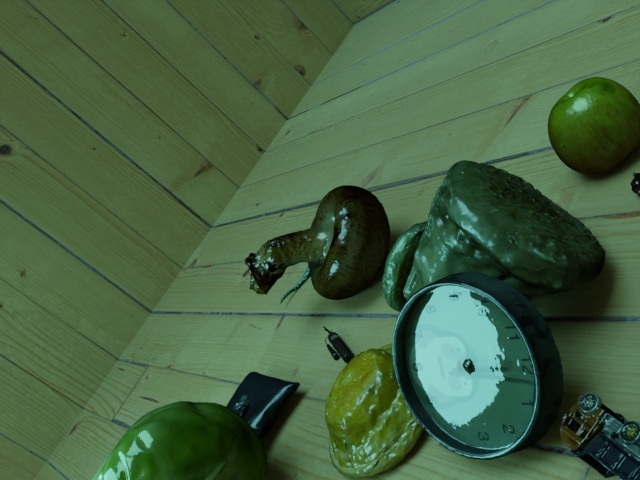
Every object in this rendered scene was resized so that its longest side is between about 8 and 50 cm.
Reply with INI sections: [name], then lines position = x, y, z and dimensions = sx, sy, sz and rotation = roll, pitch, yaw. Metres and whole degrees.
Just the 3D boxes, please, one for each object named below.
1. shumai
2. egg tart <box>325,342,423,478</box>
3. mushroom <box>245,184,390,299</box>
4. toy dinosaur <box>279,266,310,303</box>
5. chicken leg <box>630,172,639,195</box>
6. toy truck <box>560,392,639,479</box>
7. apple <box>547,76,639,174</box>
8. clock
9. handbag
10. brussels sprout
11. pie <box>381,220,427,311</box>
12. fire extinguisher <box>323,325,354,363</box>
[shumai]
position = 0.320, 0.045, 1.349
dimensions = 0.323, 0.324, 0.397
rotation = -57, -2, 25
[egg tart]
position = 0.101, 0.333, 1.453
dimensions = 0.319, 0.128, 0.319
rotation = -41, 23, 22
[mushroom]
position = 0.009, -0.007, 1.912
dimensions = 0.331, 0.356, 0.334
rotation = -61, -8, -63
[toy dinosaur]
position = -0.032, 0.029, 2.235
dimensions = 0.383, 0.076, 0.129
rotation = -55, 43, 2
[chicken leg]
position = 0.652, -0.098, 1.270
dimensions = 0.089, 0.048, 0.219
rotation = -50, 23, 4
[toy truck]
position = 0.429, 0.300, 0.983
dimensions = 0.092, 0.083, 0.192
rotation = -53, 24, 1
[apple]
position = 0.581, -0.247, 1.472
dimensions = 0.196, 0.196, 0.196
rotation = -38, 25, 21
[clock]
position = 0.255, 0.214, 1.182
dimensions = 0.066, 0.318, 0.319
rotation = -10, -6, -41
[handbag]
position = -0.176, 0.443, 1.816
dimensions = 0.211, 0.088, 0.254
rotation = -51, 21, -22
[brussels sprout]
position = -0.284, 0.540, 1.528
dimensions = 0.361, 0.342, 0.425
rotation = -39, -26, -22
[pie]
position = 0.231, 0.060, 1.532
dimensions = 0.240, 0.240, 0.054
rotation = -51, 45, -7
[fire extinguisher]
position = 0.043, 0.275, 1.777
dimensions = 0.173, 0.035, 0.048
rotation = -135, 49, -67
